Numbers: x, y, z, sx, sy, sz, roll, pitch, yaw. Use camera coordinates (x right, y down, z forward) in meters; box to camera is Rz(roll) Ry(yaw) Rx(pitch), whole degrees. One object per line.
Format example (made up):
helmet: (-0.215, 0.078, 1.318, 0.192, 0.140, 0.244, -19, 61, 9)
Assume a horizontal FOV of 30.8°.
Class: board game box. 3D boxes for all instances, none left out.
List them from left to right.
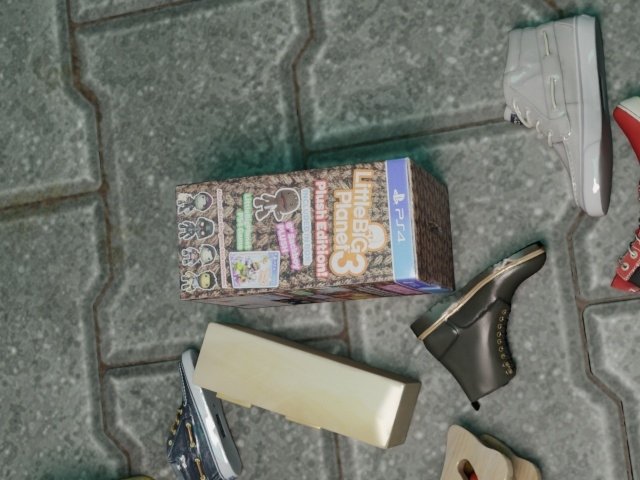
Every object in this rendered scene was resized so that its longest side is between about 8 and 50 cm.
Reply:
board game box: (0.000, 0.000, 1.436, 0.291, 0.232, 0.141, -6, 83, 16)

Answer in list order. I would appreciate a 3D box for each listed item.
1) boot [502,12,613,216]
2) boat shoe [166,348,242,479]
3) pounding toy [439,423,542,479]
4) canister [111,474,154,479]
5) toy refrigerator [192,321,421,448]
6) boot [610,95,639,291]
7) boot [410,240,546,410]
boot: (0.292, -0.150, 1.444, 0.123, 0.095, 0.258, -6, 74, 23)
boat shoe: (-0.174, 0.242, 1.551, 0.083, 0.065, 0.183, -22, 79, 13)
pounding toy: (0.191, 0.374, 1.424, 0.154, 0.155, 0.270, 2, 74, 46)
canister: (-0.297, 0.354, 1.523, 0.126, 0.170, 0.073, -15, 80, 15)
toy refrigerator: (-0.018, 0.187, 1.490, 0.269, 0.102, 0.094, 16, 90, 17)
boot: (0.390, -0.038, 1.398, 0.176, 0.088, 0.244, -38, 79, 12)
boot: (0.228, 0.105, 1.445, 0.198, 0.077, 0.137, -39, 79, 23)
